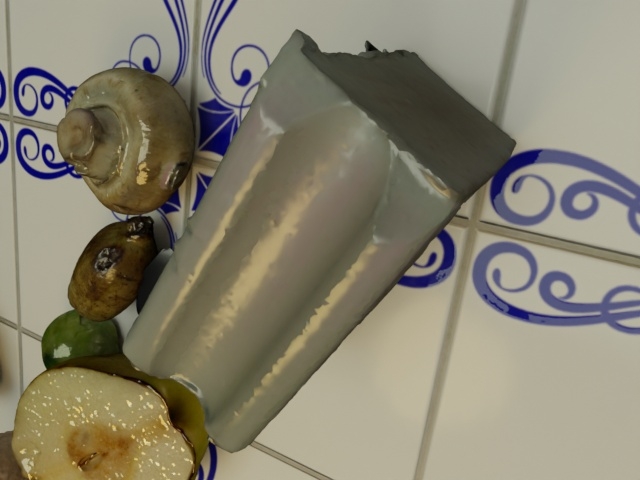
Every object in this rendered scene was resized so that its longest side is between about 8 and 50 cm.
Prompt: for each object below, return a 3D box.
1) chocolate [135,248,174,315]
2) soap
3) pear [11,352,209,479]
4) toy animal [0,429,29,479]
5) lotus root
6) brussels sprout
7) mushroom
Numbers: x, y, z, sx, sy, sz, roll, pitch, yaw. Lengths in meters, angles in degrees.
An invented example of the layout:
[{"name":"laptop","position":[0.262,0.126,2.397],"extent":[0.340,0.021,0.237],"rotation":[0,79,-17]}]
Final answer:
[{"name":"chocolate","position":[-0.246,0.084,0.945],"extent":[0.125,0.080,0.148],"rotation":[22,104,11]},{"name":"soap","position":[0.000,0.000,0.652],"extent":[0.213,0.350,0.435],"rotation":[41,119,6]},{"name":"pear","position":[-0.362,0.346,0.992],"extent":[0.386,0.191,0.340],"rotation":[-25,98,19]},{"name":"toy animal","position":[-0.686,0.589,1.215],"extent":[0.188,0.226,0.358],"rotation":[8,106,15]},{"name":"lotus root","position":[-0.376,0.047,0.973],"extent":[0.260,0.128,0.145],"rotation":[-44,39,28]},{"name":"brussels sprout","position":[-0.501,0.220,1.087],"extent":[0.151,0.122,0.149],"rotation":[50,122,11]},{"name":"mushroom","position":[-0.314,-0.161,0.870],"extent":[0.255,0.184,0.254],"rotation":[-2,86,31]}]
